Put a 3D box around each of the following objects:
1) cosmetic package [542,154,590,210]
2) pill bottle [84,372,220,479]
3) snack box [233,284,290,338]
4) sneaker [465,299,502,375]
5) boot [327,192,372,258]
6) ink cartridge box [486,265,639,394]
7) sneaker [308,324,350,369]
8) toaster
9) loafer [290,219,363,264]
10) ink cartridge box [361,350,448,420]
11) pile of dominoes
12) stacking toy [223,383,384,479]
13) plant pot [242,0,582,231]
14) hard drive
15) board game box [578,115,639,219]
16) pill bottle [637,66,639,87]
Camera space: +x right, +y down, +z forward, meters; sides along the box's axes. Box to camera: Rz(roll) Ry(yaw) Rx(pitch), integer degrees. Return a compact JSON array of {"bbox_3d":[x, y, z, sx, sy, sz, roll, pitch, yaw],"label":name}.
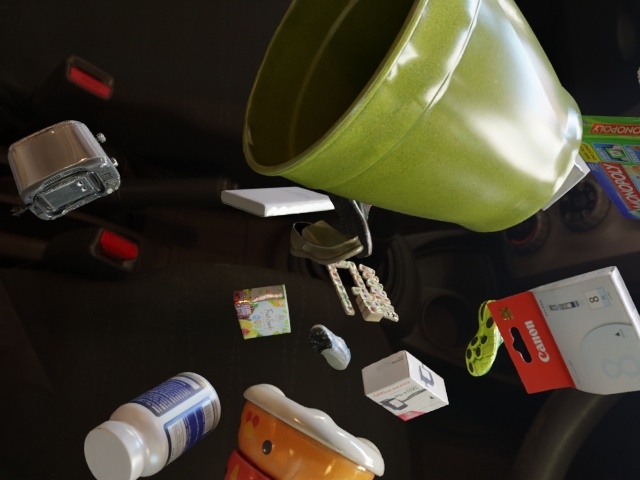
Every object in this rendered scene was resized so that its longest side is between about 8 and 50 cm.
[{"bbox_3d":[0.567,-0.221,1.418,0.225,0.138,0.224,47,37,13],"label":"cosmetic package"},{"bbox_3d":[-0.344,0.392,1.156,0.153,0.153,0.264,59,27,7],"label":"pill bottle"},{"bbox_3d":[-0.115,0.146,1.118,0.100,0.141,0.037,-9,54,-4],"label":"snack box"},{"bbox_3d":[0.601,0.353,1.949,0.123,0.109,0.296,48,54,-29],"label":"sneaker"},{"bbox_3d":[0.108,-0.066,1.326,0.137,0.077,0.198,-17,88,-45],"label":"boot"},{"bbox_3d":[0.671,0.272,1.513,0.091,0.385,0.308,-24,88,-50],"label":"ink cartridge box"},{"bbox_3d":[0.030,0.325,1.747,0.237,0.085,0.086,59,37,-45],"label":"sneaker"},{"bbox_3d":[-0.551,-0.148,1.166,0.227,0.129,0.146,-28,67,-11],"label":"toaster"},{"bbox_3d":[0.000,0.000,0.784,0.056,0.148,0.050,-27,108,-36],"label":"loafer"},{"bbox_3d":[0.271,0.470,1.778,0.237,0.172,0.100,40,31,-35],"label":"ink cartridge box"},{"bbox_3d":[0.136,0.146,1.747,0.196,0.040,0.251,8,40,-31],"label":"pile of dominoes"},{"bbox_3d":[-0.111,0.586,1.167,0.350,0.350,0.480,33,72,-10],"label":"stacking toy"},{"bbox_3d":[0.144,-0.183,0.731,0.353,0.366,0.367,24,60,-29],"label":"plant pot"},{"bbox_3d":[-0.123,-0.125,1.718,0.307,0.203,0.040,-10,112,-46],"label":"hard drive"},{"bbox_3d":[0.578,-0.106,0.927,0.317,0.213,0.046,30,81,-41],"label":"board game box"},{"bbox_3d":[0.608,-0.221,0.925,0.187,0.112,0.112,53,51,-34],"label":"pill bottle"}]
